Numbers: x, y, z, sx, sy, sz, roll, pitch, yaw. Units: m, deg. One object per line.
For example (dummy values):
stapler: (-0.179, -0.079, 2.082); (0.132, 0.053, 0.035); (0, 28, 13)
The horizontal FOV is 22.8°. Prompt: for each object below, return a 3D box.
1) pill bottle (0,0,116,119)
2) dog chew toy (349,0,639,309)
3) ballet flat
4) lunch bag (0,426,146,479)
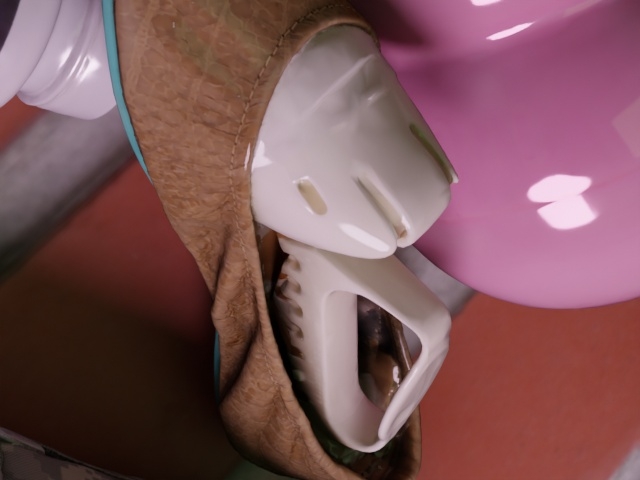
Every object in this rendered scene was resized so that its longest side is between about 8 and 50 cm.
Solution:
pill bottle: (-0.165, -0.108, 0.616); (0.193, 0.108, 0.108); (14, 97, -35)
dog chew toy: (0.085, -0.136, 0.719); (0.206, 0.206, 0.332); (-33, 112, -19)
ballet flat: (0.000, 0.000, 0.683); (0.116, 0.124, 0.342); (-42, 144, -32)
lunch bag: (-0.104, 0.231, 0.716); (0.305, 0.212, 0.256); (25, 75, -36)
